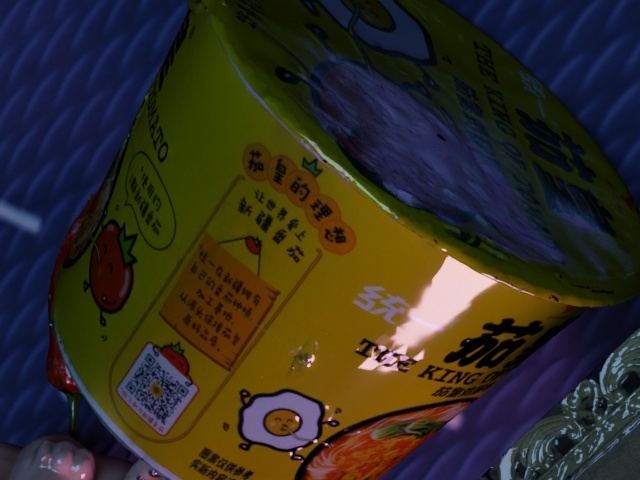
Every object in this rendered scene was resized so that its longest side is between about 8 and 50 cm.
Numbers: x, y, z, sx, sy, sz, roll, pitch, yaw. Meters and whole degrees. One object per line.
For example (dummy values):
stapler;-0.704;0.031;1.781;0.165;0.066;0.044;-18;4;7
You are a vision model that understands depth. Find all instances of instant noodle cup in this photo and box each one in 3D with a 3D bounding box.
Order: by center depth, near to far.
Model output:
instant noodle cup;0.000;0.000;0.849;0.325;0.325;0.254;45;118;10

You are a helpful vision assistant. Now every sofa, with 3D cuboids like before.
sofa;0.238;0.150;0.796;0.200;0.258;0.182;-47;66;17

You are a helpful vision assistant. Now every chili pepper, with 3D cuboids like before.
chili pepper;-0.181;0.060;1.045;0.059;0.050;0.191;4;90;36

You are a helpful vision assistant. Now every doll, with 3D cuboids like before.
doll;-0.132;0.195;1.006;0.278;0.119;0.154;-17;122;19
